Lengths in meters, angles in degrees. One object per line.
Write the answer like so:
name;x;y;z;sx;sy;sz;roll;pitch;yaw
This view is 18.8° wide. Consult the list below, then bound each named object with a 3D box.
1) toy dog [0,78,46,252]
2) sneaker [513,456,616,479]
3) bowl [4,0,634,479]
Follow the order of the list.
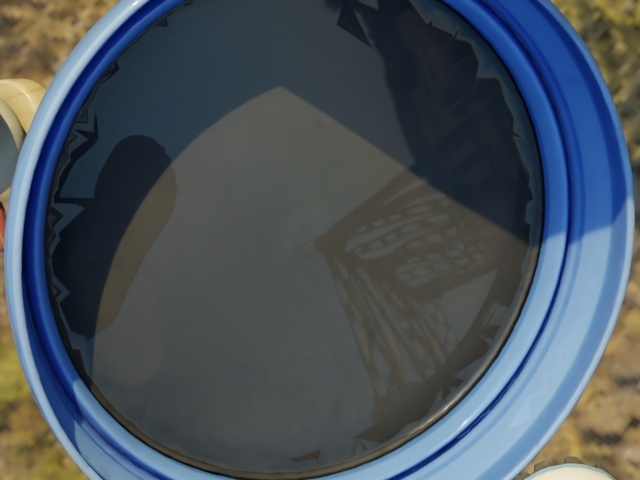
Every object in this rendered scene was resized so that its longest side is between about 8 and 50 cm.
toy dog;-0.384;-0.052;1.759;0.334;0.220;0.161;-12;86;46
sneaker;0.079;0.203;0.774;0.085;0.237;0.086;15;-169;-11
bowl;0.000;0.000;1.161;0.391;0.391;0.077;57;171;-23
